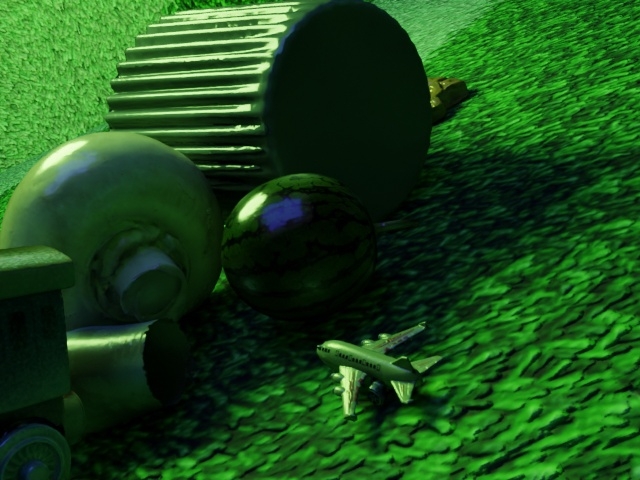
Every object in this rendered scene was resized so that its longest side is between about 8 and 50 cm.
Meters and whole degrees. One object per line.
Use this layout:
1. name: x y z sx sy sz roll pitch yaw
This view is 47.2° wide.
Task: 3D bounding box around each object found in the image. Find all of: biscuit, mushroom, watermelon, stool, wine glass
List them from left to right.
1. wine glass: -0.232 0.136 0.691 0.222 0.103 0.103 -15 24 21
2. mushroom: -0.208 0.016 0.771 0.246 0.246 0.202 -32 45 -15
3. stool: -0.063 -0.150 0.911 0.297 0.297 0.330 -39 30 -29
4. watermelon: 0.000 0.000 0.689 0.187 0.141 0.141 -17 23 6
5. biscuit: 0.088 -0.180 1.123 0.288 0.044 0.202 -30 22 -3

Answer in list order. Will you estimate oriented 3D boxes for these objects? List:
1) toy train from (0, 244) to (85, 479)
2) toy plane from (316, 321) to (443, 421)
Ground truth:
1. toy train: -0.309 0.114 0.513 0.131 0.202 0.299 3 8 41
2. toy plane: 0.038 0.097 0.560 0.111 0.040 0.102 0 32 48
